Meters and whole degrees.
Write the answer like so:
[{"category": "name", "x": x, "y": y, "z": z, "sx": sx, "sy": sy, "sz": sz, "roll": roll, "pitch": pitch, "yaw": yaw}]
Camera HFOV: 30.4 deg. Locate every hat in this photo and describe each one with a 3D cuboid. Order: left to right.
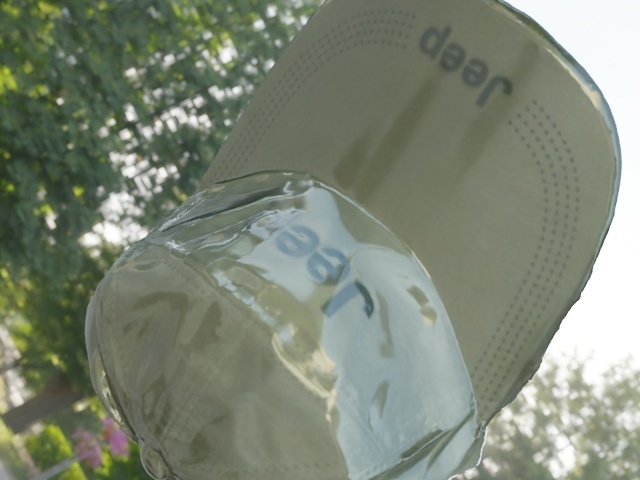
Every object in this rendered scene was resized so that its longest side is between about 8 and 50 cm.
[{"category": "hat", "x": 0.000, "y": 0.000, "z": 0.543, "sx": 0.214, "sy": 0.149, "sz": 0.244, "roll": 34, "pitch": -58, "yaw": 21}]
